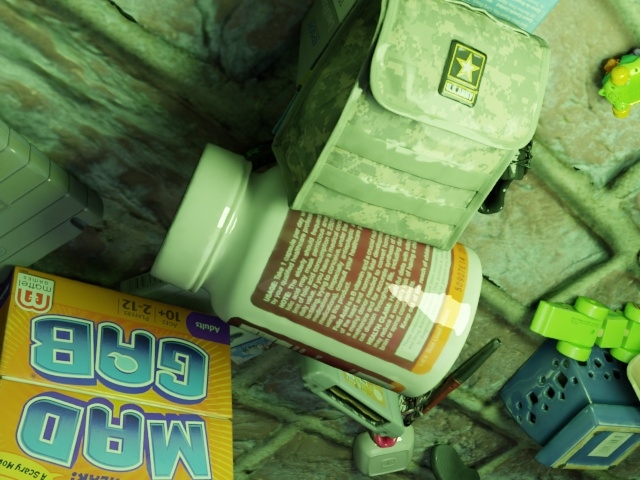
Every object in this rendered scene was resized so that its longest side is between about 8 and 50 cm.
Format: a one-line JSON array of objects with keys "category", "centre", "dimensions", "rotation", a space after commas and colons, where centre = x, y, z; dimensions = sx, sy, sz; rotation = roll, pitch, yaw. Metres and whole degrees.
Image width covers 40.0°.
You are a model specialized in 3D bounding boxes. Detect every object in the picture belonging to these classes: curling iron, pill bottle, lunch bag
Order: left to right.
[{"category": "pill bottle", "centre": [-0.008, 0.036, 1.163], "dimensions": [0.392, 0.224, 0.224], "rotation": [24, 128, -10]}, {"category": "lunch bag", "centre": [0.113, -0.154, 1.045], "dimensions": [0.235, 0.169, 0.287], "rotation": [15, 123, -26]}, {"category": "curling iron", "centre": [0.271, 0.290, 1.825], "dimensions": [0.068, 0.035, 0.274], "rotation": [27, 123, -38]}]

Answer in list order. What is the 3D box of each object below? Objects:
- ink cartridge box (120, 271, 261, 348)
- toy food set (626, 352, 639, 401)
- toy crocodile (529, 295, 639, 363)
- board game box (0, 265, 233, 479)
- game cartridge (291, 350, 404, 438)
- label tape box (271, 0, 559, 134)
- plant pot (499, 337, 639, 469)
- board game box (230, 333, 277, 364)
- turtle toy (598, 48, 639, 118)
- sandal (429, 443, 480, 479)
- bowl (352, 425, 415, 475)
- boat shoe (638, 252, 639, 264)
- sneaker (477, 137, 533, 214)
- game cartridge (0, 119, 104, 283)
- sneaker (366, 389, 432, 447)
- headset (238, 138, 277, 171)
[{"category": "ink cartridge box", "centre": [-0.188, 0.109, 1.479], "dimensions": [0.223, 0.045, 0.224], "rotation": [-19, 139, 4]}, {"category": "toy food set", "centre": [0.752, 0.260, 1.690], "dimensions": [0.306, 0.092, 0.220], "rotation": [-33, 117, 0]}, {"category": "toy crocodile", "centre": [0.557, 0.172, 1.746], "dimensions": [0.340, 0.105, 0.115], "rotation": [9, 105, -24]}, {"category": "board game box", "centre": [-0.374, 0.313, 1.359], "dimensions": [0.356, 0.356, 0.356], "rotation": [17, 139, -29]}, {"category": "game cartridge", "centre": [0.046, 0.212, 1.547], "dimensions": [0.062, 0.198, 0.297], "rotation": [-26, 138, 23]}, {"category": "label tape box", "centre": [0.108, -0.256, 1.132], "dimensions": [0.240, 0.106, 0.334], "rotation": [16, 130, -30]}, {"category": "plant pot", "centre": [0.557, 0.347, 1.846], "dimensions": [0.236, 0.212, 0.236], "rotation": [10, 132, -25]}, {"category": "board game box", "centre": [-0.136, 0.181, 1.592], "dimensions": [0.090, 0.020, 0.090], "rotation": [-27, 137, 14]}, {"category": "turtle toy", "centre": [0.468, -0.243, 1.289], "dimensions": [0.130, 0.066, 0.095], "rotation": [-21, 140, 4]}, {"category": "sandal", "centre": [0.312, 0.561, 2.097], "dimensions": [0.054, 0.097, 0.254], "rotation": [-6, 145, 31]}, {"category": "bowl", "centre": [0.147, 0.478, 1.978], "dimensions": [0.142, 0.053, 0.142], "rotation": [-9, 136, -10]}, {"category": "boat shoe", "centre": [0.712, 0.078, 1.689], "dimensions": [0.257, 0.095, 0.095], "rotation": [22, 126, -35]}, {"category": "sneaker", "centre": [0.271, -0.159, 1.272], "dimensions": [0.109, 0.130, 0.286], "rotation": [-4, 136, -11]}, {"category": "game cartridge", "centre": [-0.515, -0.020, 1.231], "dimensions": [0.355, 0.068, 0.230], "rotation": [-29, 133, 15]}, {"category": "sneaker", "centre": [0.178, 0.294, 1.745], "dimensions": [0.120, 0.112, 0.299], "rotation": [6, 133, -23]}, {"category": "headset", "centre": [0.000, 0.000, 1.365], "dimensions": [0.394, 0.185, 0.243], "rotation": [39, 102, -24]}]
